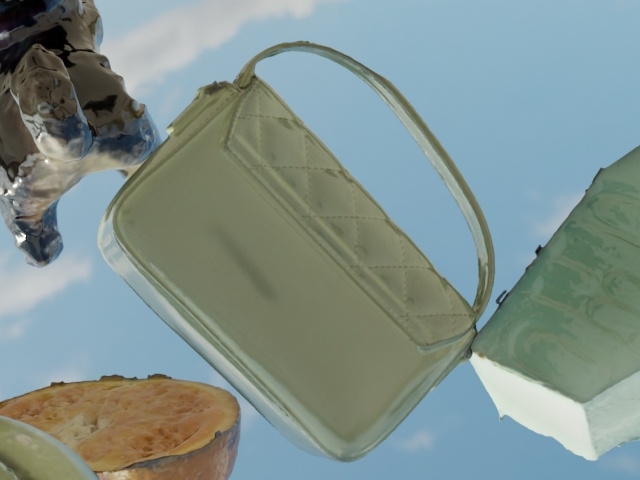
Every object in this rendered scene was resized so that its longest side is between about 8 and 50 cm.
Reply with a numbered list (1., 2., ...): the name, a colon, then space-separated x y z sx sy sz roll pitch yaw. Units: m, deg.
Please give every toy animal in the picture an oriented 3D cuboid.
1. toy animal: -0.269 -0.182 1.326 0.194 0.344 0.303 -24 165 -7

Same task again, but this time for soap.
1. soap: 0.222 0.044 1.032 0.145 0.091 0.230 27 -104 37

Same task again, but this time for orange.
1. orange: -0.243 0.239 1.610 0.310 0.274 0.274 -35 -164 17

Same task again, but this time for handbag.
1. handbag: 0.000 0.000 0.938 0.219 0.256 0.079 -46 -170 -17

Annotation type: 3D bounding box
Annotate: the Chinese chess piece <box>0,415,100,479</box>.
1. Chinese chess piece: -0.256 0.247 0.998 0.250 0.250 0.101 -9 173 13
